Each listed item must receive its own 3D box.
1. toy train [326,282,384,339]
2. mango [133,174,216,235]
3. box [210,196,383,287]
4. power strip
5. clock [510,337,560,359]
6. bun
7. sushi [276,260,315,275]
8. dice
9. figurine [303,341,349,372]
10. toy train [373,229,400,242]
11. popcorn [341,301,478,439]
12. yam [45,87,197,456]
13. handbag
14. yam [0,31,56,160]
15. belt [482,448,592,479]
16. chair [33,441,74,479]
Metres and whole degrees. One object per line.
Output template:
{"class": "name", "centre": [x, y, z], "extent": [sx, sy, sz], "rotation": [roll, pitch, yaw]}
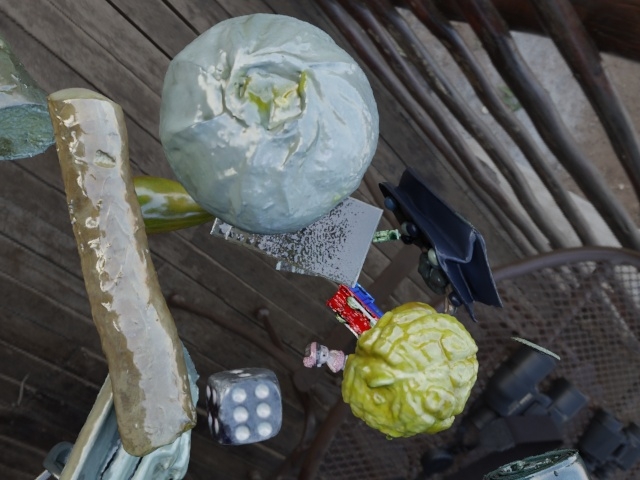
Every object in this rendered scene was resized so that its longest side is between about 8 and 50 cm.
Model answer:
{"class": "toy train", "centre": [0.118, 0.209, 1.648], "extent": [0.082, 0.204, 0.131], "rotation": [-52, 161, 20]}
{"class": "mango", "centre": [-0.366, -0.073, 1.333], "extent": [0.289, 0.129, 0.146], "rotation": [2, 153, -38]}
{"class": "box", "centre": [-0.050, -0.039, 1.277], "extent": [0.325, 0.047, 0.180], "rotation": [21, 94, 2]}
{"class": "power strip", "centre": [-0.160, 0.194, 0.582], "extent": [0.065, 0.213, 0.198], "rotation": [12, 149, 9]}
{"class": "clock", "centre": [0.328, 0.165, 0.928], "extent": [0.083, 0.074, 0.010], "rotation": [26, 87, -51]}
{"class": "bun", "centre": [-0.084, -0.192, 0.946], "extent": [0.362, 0.211, 0.361], "rotation": [-1, 82, 6]}
{"class": "sushi", "centre": [0.000, 0.000, 1.561], "extent": [0.215, 0.051, 0.192], "rotation": [13, 90, -46]}
{"class": "dice", "centre": [-0.215, 0.455, 1.679], "extent": [0.182, 0.183, 0.182], "rotation": [-5, 87, -24]}
{"class": "figurine", "centre": [0.013, 0.307, 1.550], "extent": [0.129, 0.072, 0.054], "rotation": [24, 143, -23]}
{"class": "toy train", "centre": [0.191, -0.013, 1.772], "extent": [0.083, 0.053, 0.033], "rotation": [-7, 83, 14]}
{"class": "popcorn", "centre": [0.152, 0.225, 1.052], "extent": [0.206, 0.251, 0.236], "rotation": [28, 85, 7]}
{"class": "yam", "centre": [-0.166, 0.022, 0.500], "extent": [0.066, 0.066, 0.299], "rotation": [-14, 91, -18]}
{"class": "handbag", "centre": [0.250, 0.016, 1.303], "extent": [0.118, 0.325, 0.269], "rotation": [-30, 126, 1]}
{"class": "yam", "centre": [-0.550, -0.254, 0.985], "extent": [0.154, 0.154, 0.254], "rotation": [-36, 86, -4]}
{"class": "belt", "centre": [0.464, 0.536, 1.316], "extent": [0.207, 0.116, 0.267], "rotation": [-14, 162, -22]}
{"class": "chair", "centre": [-0.370, 0.374, 0.774], "extent": [0.221, 0.095, 0.104], "rotation": [-54, 132, -28]}
